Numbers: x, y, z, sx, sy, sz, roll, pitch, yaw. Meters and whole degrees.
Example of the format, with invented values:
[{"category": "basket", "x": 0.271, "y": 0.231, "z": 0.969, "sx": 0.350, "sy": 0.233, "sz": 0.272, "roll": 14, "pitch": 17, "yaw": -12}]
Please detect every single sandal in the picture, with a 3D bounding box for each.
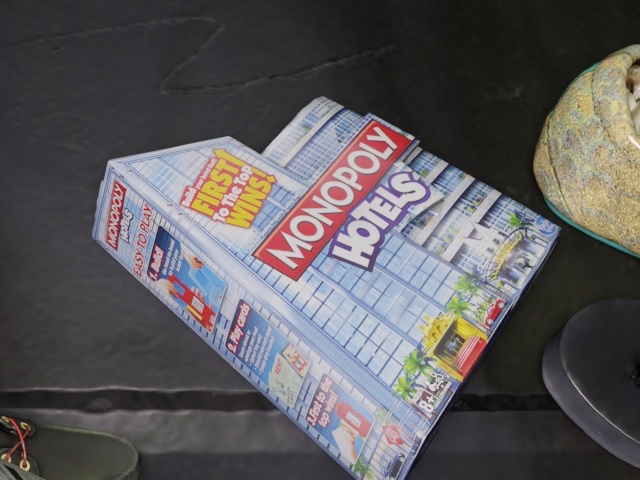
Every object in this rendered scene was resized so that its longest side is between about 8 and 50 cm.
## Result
[{"category": "sandal", "x": 0.233, "y": 0.085, "z": 0.810, "sx": 0.254, "sy": 0.054, "sz": 0.097, "roll": 21, "pitch": 45, "yaw": 0}]

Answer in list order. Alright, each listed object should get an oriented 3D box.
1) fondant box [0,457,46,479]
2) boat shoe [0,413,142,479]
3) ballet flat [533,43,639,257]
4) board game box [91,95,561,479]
[{"category": "fondant box", "x": -0.205, "y": 0.130, "z": 0.392, "sx": 0.330, "sy": 0.238, "sz": 0.096, "roll": 35, "pitch": -2, "yaw": -37}, {"category": "boat shoe", "x": -0.136, "y": 0.095, "z": 0.687, "sx": 0.133, "sy": 0.042, "sz": 0.049, "roll": 1, "pitch": 46, "yaw": -20}, {"category": "ballet flat", "x": 0.279, "y": 0.001, "z": 0.862, "sx": 0.348, "sy": 0.123, "sz": 0.123, "roll": 27, "pitch": 46, "yaw": 6}, {"category": "board game box", "x": 0.000, "y": 0.000, "z": 0.806, "sx": 0.194, "sy": 0.060, "sz": 0.194, "roll": 30, "pitch": 46, "yaw": 9}]
